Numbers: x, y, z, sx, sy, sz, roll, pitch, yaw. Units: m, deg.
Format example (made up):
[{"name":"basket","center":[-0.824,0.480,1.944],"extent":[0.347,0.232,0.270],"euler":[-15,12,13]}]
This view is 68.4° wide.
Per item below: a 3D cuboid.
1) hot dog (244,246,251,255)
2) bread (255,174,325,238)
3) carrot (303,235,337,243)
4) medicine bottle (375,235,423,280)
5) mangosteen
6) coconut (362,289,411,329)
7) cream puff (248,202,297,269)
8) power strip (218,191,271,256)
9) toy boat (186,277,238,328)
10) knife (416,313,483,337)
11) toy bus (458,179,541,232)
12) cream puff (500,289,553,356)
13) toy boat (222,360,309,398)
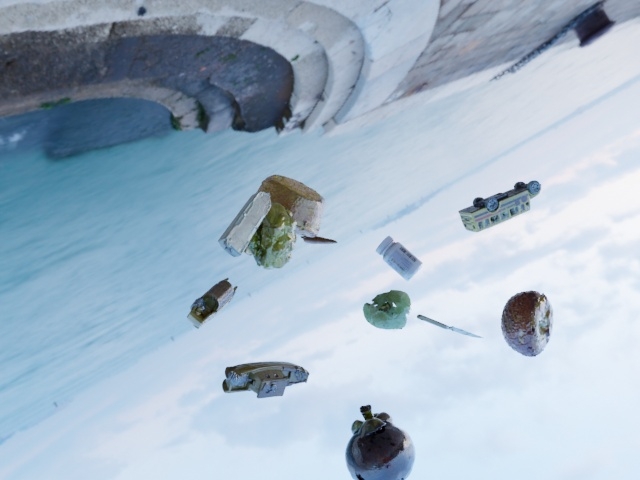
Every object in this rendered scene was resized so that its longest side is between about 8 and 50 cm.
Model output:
[{"name":"hot dog","center":[-0.296,-0.043,2.257],"extent":[0.102,0.076,0.249],"euler":[-18,-130,63]},{"name":"bread","center":[-0.127,-0.160,2.108],"extent":[0.204,0.336,0.358],"euler":[-58,-179,11]},{"name":"carrot","center":[0.000,0.000,2.260],"extent":[0.216,0.048,0.048],"euler":[7,-156,40]},{"name":"medicine bottle","center":[0.325,0.073,1.950],"extent":[0.103,0.186,0.103],"euler":[-45,167,-13]},{"name":"mangosteen","center":[0.252,0.915,2.041],"extent":[0.329,0.330,0.330],"euler":[-30,178,-1]},{"name":"coconut","center":[0.217,0.221,1.487],"extent":[0.158,0.133,0.055],"euler":[-35,153,2]},{"name":"cream puff","center":[-0.218,-0.019,1.815],"extent":[0.185,0.282,0.281],"euler":[4,156,-40]},{"name":"power strip","center":[-0.240,-0.064,1.544],"extent":[0.048,0.080,0.286],"euler":[-13,-143,39]},{"name":"toy boat","center":[-0.400,0.224,1.776],"extent":[0.115,0.089,0.310],"euler":[-48,179,20]},{"name":"knife","center":[0.493,0.329,1.770],"extent":[0.047,0.297,0.017],"euler":[-41,-149,54]},{"name":"toy bus","center":[0.747,-0.144,1.939],"extent":[0.335,0.123,0.121],"euler":[-21,-170,-9]},{"name":"cream puff","center":[0.741,0.291,1.692],"extent":[0.240,0.240,0.163],"euler":[-28,-162,-35]},{"name":"toy boat","center":[-0.173,0.462,1.569],"extent":[0.320,0.089,0.121],"euler":[8,-165,-36]}]
